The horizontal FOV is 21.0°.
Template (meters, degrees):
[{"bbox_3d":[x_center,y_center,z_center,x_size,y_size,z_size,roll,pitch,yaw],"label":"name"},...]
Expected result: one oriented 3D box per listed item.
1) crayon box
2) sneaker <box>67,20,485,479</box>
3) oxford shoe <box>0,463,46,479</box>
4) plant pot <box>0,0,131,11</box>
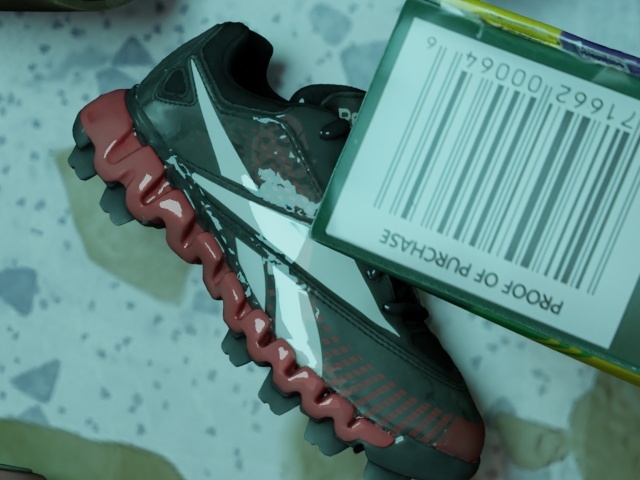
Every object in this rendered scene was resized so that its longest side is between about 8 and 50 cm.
[{"bbox_3d":[0.213,0.037,0.683,0.363,0.313,0.106,23,90,17],"label":"crayon box"},{"bbox_3d":[0.000,0.000,0.861,0.135,0.097,0.276,-44,75,12],"label":"sneaker"},{"bbox_3d":[-0.322,0.170,0.929,0.348,0.123,0.130,2,80,17],"label":"oxford shoe"},{"bbox_3d":[-0.221,-0.211,0.901,0.230,0.215,0.215,-5,85,30],"label":"plant pot"}]
